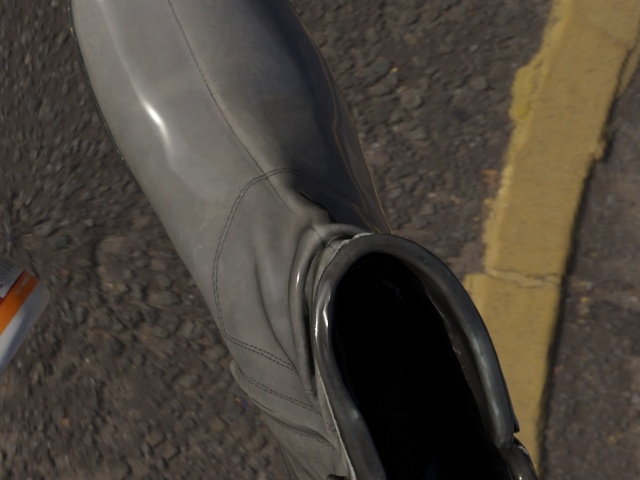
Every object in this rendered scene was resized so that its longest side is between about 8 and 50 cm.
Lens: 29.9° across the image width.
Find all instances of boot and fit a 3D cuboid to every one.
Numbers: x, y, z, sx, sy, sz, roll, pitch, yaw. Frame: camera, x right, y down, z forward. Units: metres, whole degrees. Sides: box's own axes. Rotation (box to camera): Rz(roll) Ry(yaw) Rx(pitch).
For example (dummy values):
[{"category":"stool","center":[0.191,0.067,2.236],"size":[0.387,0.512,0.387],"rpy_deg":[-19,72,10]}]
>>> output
[{"category":"boot","center":[0.000,0.000,0.500],"size":[0.118,0.222,0.338],"rpy_deg":[-30,96,-7]}]

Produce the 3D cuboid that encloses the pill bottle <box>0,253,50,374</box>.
[{"category":"pill bottle","center":[-0.219,0.018,0.592],"size":[0.152,0.086,0.086],"rpy_deg":[35,82,-10]}]
